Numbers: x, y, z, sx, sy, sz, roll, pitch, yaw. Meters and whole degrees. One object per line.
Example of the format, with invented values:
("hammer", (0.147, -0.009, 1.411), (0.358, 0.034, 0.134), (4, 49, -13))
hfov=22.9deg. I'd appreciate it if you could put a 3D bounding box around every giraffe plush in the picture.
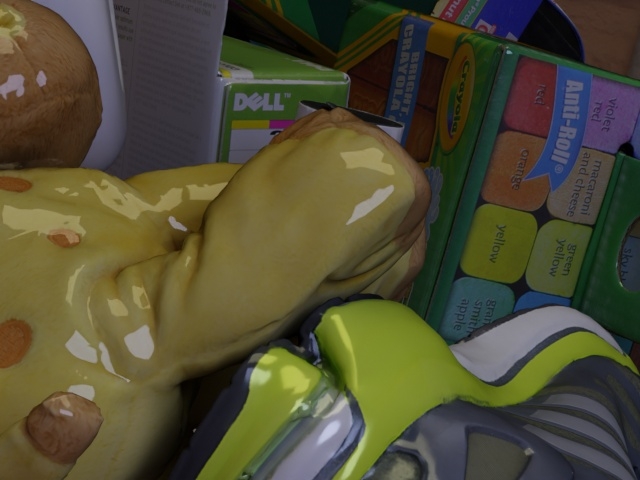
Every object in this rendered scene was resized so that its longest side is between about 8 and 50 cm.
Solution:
("giraffe plush", (-0.093, 0.002, 0.469), (0.170, 0.181, 0.210), (45, 50, 15))

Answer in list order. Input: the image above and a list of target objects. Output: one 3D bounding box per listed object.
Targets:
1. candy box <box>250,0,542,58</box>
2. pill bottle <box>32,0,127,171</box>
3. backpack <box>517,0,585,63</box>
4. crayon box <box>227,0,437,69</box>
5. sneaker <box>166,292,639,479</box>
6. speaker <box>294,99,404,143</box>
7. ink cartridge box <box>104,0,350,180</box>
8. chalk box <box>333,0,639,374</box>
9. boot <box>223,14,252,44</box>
("candy box", (0.019, -0.221, 1.438), (0.317, 0.268, 0.122), (35, 2, 38))
("pill bottle", (-0.259, -0.099, 0.735), (0.323, 0.181, 0.181), (-8, 13, -5))
("backpack", (0.125, -0.178, 1.614), (0.263, 0.276, 0.213), (32, 7, -17))
("crayon box", (-0.132, -0.265, 1.233), (0.363, 0.106, 0.313), (26, -1, 34))
("sneaker", (0.064, 0.096, 0.510), (0.121, 0.111, 0.300), (46, 18, 22))
("speaker", (0.000, 0.000, 0.785), (0.055, 0.136, 0.055), (13, 10, -2))
("ink cartridge box", (-0.071, -0.117, 0.964), (0.097, 0.255, 0.189), (-3, 17, -36))
("chalk box", (0.122, -0.022, 0.922), (0.179, 0.180, 0.289), (12, 9, -22))
("boot", (-0.218, -0.179, 1.420), (0.445, 0.146, 0.367), (22, -1, 24))
